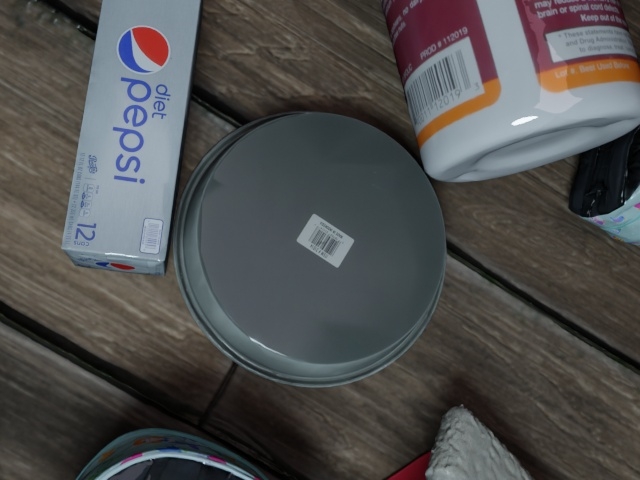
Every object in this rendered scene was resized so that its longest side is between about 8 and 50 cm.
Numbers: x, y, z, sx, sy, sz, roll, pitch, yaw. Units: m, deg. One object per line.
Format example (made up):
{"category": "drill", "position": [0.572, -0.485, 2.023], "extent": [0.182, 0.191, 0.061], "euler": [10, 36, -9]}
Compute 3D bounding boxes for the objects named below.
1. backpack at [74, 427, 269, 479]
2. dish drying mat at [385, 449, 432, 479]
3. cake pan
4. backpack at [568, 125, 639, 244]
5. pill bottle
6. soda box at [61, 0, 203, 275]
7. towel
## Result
{"category": "backpack", "position": [-0.130, 0.285, 0.567], "extent": [0.225, 0.191, 0.254], "euler": [29, 82, -12]}
{"category": "dish drying mat", "position": [0.086, 0.247, 0.721], "extent": [0.083, 0.008, 0.032], "euler": [-28, 87, -18]}
{"category": "cake pan", "position": [0.000, 0.000, 0.725], "extent": [0.293, 0.054, 0.294], "euler": [2, 79, -13]}
{"category": "backpack", "position": [0.356, -0.088, 0.784], "extent": [0.115, 0.152, 0.182], "euler": [26, 80, -11]}
{"category": "pill bottle", "position": [0.168, -0.275, 0.730], "extent": [0.223, 0.224, 0.393], "euler": [-11, 82, -15]}
{"category": "soda box", "position": [-0.173, -0.115, 0.683], "extent": [0.091, 0.098, 0.287], "euler": [7, 77, -10]}
{"category": "towel", "position": [0.180, 0.305, 0.649], "extent": [0.282, 0.049, 0.187], "euler": [47, 42, -14]}
